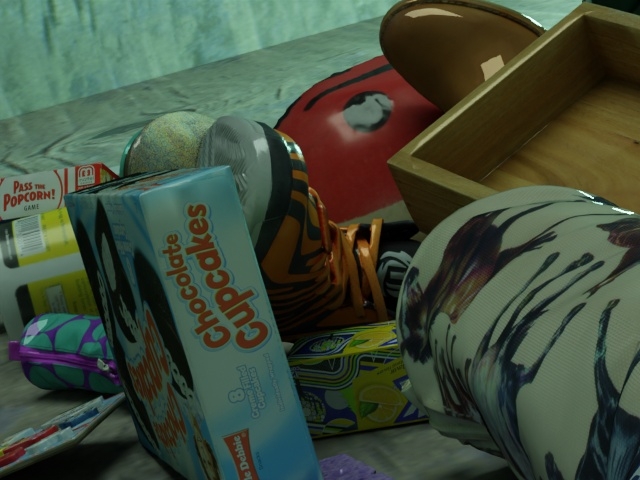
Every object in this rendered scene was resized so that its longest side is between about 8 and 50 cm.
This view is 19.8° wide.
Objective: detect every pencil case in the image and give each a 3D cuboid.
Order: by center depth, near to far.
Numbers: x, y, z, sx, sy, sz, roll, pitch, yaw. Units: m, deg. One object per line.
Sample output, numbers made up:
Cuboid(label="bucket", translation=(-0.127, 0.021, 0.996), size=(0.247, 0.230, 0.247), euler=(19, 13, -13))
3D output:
Cuboid(label="pencil case", translation=(0.154, 0.081, 0.903), size=(0.183, 0.160, 0.410), euler=(-38, 15, -3))
Cuboid(label="pencil case", translation=(-0.173, 0.090, 1.427), size=(0.070, 0.064, 0.152), euler=(-6, 4, -41))

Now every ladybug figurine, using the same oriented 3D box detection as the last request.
Cuboid(label="ladybug figurine", translation=(0.105, -0.092, 1.690), size=(0.305, 0.162, 0.449), euler=(-2, 18, 42))

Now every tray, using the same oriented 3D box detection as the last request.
Cuboid(label="tray", translation=(0.248, -0.033, 1.175), size=(0.203, 0.076, 0.411), euler=(-39, 36, -19))

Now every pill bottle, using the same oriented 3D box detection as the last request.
Cuboid(label="pill bottle", translation=(-0.179, 0.020, 1.606), size=(0.208, 0.119, 0.119), euler=(-14, 13, -4))

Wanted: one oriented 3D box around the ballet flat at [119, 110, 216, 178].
Cuboid(label="ballet flat", translation=(-0.078, -0.067, 1.785), size=(0.106, 0.107, 0.316), euler=(6, 3, 23))

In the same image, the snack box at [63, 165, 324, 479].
Cuboid(label="snack box", translation=(-0.087, 0.052, 1.134), size=(0.060, 0.187, 0.322), euler=(-18, 6, -14))

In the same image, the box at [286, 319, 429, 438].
Cuboid(label="box", translation=(0.065, 0.084, 1.209), size=(0.169, 0.059, 0.054), euler=(-11, 15, 14))

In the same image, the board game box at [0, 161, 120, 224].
Cuboid(label="board game box", translation=(-0.235, -0.013, 1.746), size=(0.147, 0.045, 0.193), euler=(-8, -20, 16))

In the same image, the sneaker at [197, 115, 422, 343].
Cuboid(label="sneaker", translation=(0.000, 0.000, 1.284), size=(0.180, 0.124, 0.321), euler=(4, -15, -9))

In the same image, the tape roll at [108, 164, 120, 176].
Cuboid(label="tape roll", translation=(-0.214, -0.028, 1.952), size=(0.219, 0.072, 0.219), euler=(-14, 13, 3))

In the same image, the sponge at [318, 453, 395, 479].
Cuboid(label="sponge", translation=(0.009, 0.167, 0.982), size=(0.117, 0.031, 0.210), euler=(-18, 14, -22))

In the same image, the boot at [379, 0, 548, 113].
Cuboid(label="boot", translation=(0.146, -0.073, 1.440), size=(0.109, 0.283, 0.220), euler=(-51, 2, 32))

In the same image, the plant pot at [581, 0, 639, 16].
Cuboid(label="plant pot", translation=(0.366, -0.187, 1.645), size=(0.293, 0.293, 0.196), euler=(-15, -11, -5))

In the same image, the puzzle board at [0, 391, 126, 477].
Cuboid(label="puzzle board", translation=(-0.202, 0.142, 1.285), size=(0.128, 0.011, 0.096), euler=(-24, 8, 24))
